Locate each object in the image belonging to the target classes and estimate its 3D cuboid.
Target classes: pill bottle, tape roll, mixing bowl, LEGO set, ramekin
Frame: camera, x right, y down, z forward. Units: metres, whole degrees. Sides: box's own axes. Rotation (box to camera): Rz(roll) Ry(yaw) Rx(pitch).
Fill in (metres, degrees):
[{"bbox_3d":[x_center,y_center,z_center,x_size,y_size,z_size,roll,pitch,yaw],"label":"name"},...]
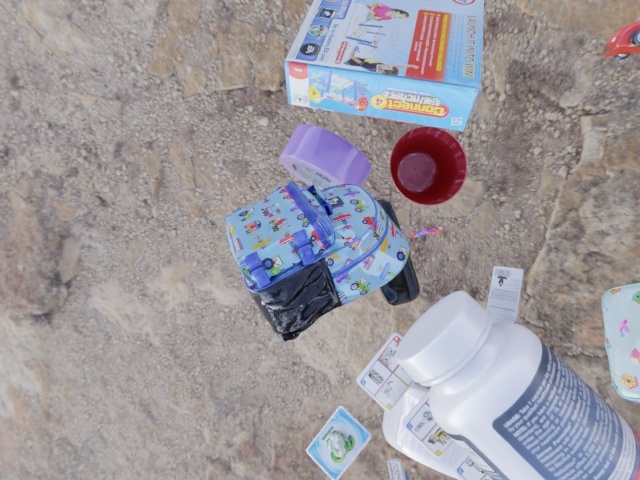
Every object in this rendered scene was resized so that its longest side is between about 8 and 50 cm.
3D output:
[{"bbox_3d":[0.154,0.131,0.329,0.180,0.108,0.108,45,105,3],"label":"pill bottle"},{"bbox_3d":[0.010,-0.165,0.889,0.188,0.189,0.080,28,84,11],"label":"tape roll"},{"bbox_3d":[0.239,-0.168,0.965,0.181,0.098,0.182,0,89,-5],"label":"mixing bowl"},{"bbox_3d":[0.088,0.253,0.461,0.182,0.060,0.244,38,101,21],"label":"LEGO set"},{"bbox_3d":[0.252,0.386,0.837,0.272,0.273,0.127,19,77,13],"label":"ramekin"}]

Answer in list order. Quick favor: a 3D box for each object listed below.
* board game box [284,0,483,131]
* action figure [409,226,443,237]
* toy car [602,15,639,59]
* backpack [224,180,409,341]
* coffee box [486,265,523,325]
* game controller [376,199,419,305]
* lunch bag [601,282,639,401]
[{"bbox_3d":[0.124,-0.350,0.726,0.301,0.086,0.309,12,58,8],"label":"board game box"},{"bbox_3d":[0.358,-0.032,1.378,0.115,0.038,0.030,-8,104,35],"label":"action figure"},{"bbox_3d":[0.536,-0.283,0.540,0.238,0.224,0.053,5,99,47],"label":"toy car"},{"bbox_3d":[0.000,0.000,0.447,0.173,0.158,0.117,-26,124,-1],"label":"backpack"},{"bbox_3d":[0.625,0.230,1.388,0.098,0.141,0.247,7,67,31],"label":"coffee box"},{"bbox_3d":[0.194,0.027,1.179,0.067,0.166,0.320,-32,70,47],"label":"game controller"},{"bbox_3d":[0.770,0.229,0.899,0.224,0.107,0.280,-27,47,52],"label":"lunch bag"}]
